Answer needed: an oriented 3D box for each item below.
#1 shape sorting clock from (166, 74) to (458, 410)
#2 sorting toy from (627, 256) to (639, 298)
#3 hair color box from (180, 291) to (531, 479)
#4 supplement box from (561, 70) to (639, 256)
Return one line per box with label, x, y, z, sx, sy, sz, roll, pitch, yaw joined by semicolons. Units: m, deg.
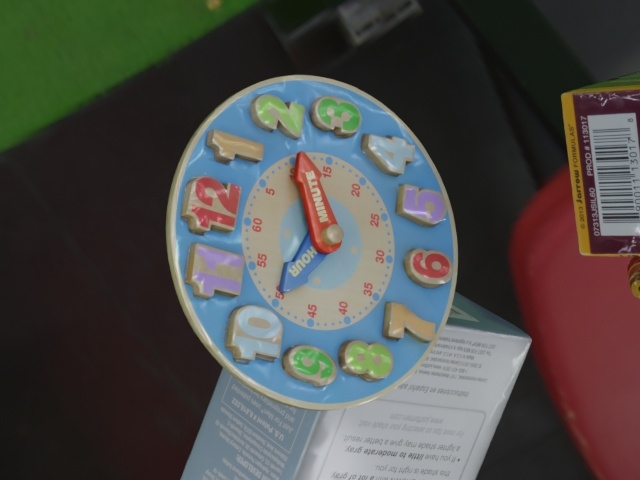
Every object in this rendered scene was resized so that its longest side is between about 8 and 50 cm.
shape sorting clock;0.000;0.000;1.141;0.206;0.206;0.040;-2;172;-28
sorting toy;0.312;0.038;1.641;0.042;0.102;0.061;-44;117;-45
hair color box;-0.008;0.209;1.352;0.185;0.113;0.375;11;104;-44
supplement box;0.239;-0.058;1.180;0.188;0.080;0.104;-18;104;-48
